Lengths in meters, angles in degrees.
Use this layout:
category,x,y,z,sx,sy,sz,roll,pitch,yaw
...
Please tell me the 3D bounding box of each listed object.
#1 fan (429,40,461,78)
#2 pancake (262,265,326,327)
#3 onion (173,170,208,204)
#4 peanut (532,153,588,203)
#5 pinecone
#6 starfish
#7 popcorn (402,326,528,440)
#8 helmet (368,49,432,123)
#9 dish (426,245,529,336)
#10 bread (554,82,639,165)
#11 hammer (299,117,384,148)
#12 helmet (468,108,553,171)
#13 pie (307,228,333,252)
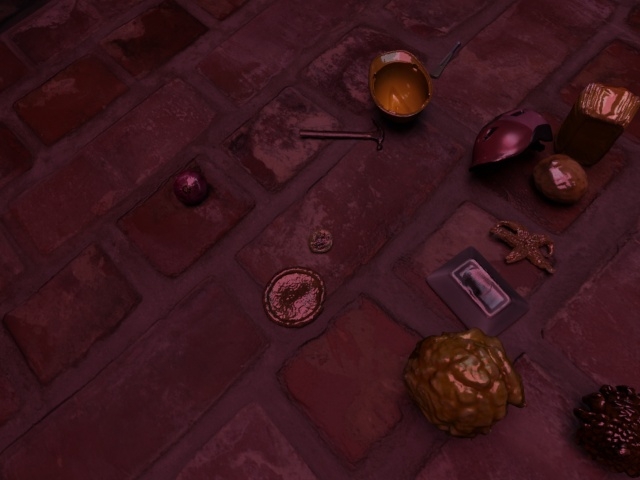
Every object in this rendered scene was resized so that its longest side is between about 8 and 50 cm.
category,x,y,z,sx,sy,sz,roll,pitch,yaw
fan,0.462,-0.667,1.608,0.038,0.016,0.193,30,74,21
pancake,-0.077,0.166,1.302,0.199,0.021,0.199,-2,67,6
onion,-0.436,-0.178,1.470,0.115,0.115,0.104,-17,20,0
peanut,0.718,-0.180,1.307,0.141,0.109,0.159,-29,78,6
pinecone,0.688,0.427,1.011,0.179,0.150,0.195,36,75,21
starfish,0.594,0.015,1.265,0.150,0.053,0.209,-36,68,-4
popcorn,0.338,0.330,1.035,0.282,0.282,0.247,-23,75,-3
helmet,0.263,-0.494,1.488,0.205,0.140,0.256,-14,71,0
dish,0.440,0.136,1.216,0.182,0.080,0.243,-35,65,-8
bread,0.789,-0.333,1.272,0.153,0.288,0.119,25,81,18
hammer,0.072,-0.369,1.521,0.297,0.027,0.125,2,67,9
helmet,0.566,-0.313,1.326,0.253,0.198,0.154,-11,89,-10
pie,0.000,0.000,1.368,0.085,0.017,0.085,-3,66,6
